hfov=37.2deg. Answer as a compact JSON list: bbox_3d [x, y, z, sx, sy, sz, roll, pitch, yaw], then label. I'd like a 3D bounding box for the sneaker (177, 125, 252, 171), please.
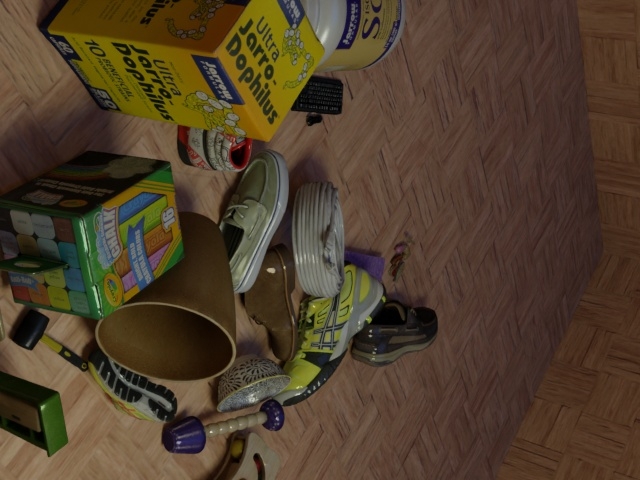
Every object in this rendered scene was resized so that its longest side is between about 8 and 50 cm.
[{"bbox_3d":[-0.193,-0.248,1.693,0.090,0.145,0.270,-38,132,-45],"label":"sneaker"}]

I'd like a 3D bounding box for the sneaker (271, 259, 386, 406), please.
[{"bbox_3d":[-0.008,0.214,2.218,0.147,0.145,0.384,43,67,-17],"label":"sneaker"}]

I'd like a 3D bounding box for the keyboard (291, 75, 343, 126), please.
[{"bbox_3d":[-0.003,-0.303,2.088,0.180,0.023,0.108,-6,107,-56],"label":"keyboard"}]

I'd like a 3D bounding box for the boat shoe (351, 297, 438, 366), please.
[{"bbox_3d":[0.215,0.228,2.544,0.355,0.132,0.130,-22,121,-54],"label":"boat shoe"}]

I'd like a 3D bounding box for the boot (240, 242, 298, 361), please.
[{"bbox_3d":[-0.116,0.147,2.054,0.115,0.112,0.305,-19,128,-19],"label":"boot"}]

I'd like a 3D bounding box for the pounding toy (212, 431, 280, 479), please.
[{"bbox_3d":[-0.211,0.549,2.063,0.154,0.155,0.269,30,65,-29],"label":"pounding toy"}]

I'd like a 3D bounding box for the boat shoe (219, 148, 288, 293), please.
[{"bbox_3d":[-0.146,-0.038,1.893,0.094,0.109,0.302,10,96,-56],"label":"boat shoe"}]

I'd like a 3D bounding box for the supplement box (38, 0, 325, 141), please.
[{"bbox_3d":[-0.209,-0.306,1.445,0.195,0.356,0.194,-61,145,-23],"label":"supplement box"}]

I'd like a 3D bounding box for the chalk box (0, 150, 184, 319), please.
[{"bbox_3d":[-0.369,0.000,1.457,0.289,0.180,0.179,-42,134,-51],"label":"chalk box"}]

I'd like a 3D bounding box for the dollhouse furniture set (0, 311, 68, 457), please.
[{"bbox_3d":[-0.510,0.199,1.371,0.197,0.151,0.301,-33,129,-47],"label":"dollhouse furniture set"}]

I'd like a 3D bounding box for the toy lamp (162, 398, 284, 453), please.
[{"bbox_3d":[-0.201,0.389,1.970,0.275,0.080,0.080,-3,105,-43],"label":"toy lamp"}]

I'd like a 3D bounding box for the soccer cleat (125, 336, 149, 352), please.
[{"bbox_3d":[-0.315,0.191,1.769,0.196,0.068,0.076,14,55,-49],"label":"soccer cleat"}]

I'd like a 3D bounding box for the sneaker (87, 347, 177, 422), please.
[{"bbox_3d":[-0.355,0.269,1.709,0.208,0.094,0.081,51,42,-34],"label":"sneaker"}]

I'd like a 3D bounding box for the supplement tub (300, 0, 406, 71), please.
[{"bbox_3d":[-0.012,-0.440,1.810,0.331,0.241,0.241,-18,117,-54],"label":"supplement tub"}]

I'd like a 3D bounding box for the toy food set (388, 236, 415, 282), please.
[{"bbox_3d":[0.213,0.049,2.575,0.122,0.019,0.078,-63,147,-6],"label":"toy food set"}]

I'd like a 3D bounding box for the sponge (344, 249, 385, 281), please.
[{"bbox_3d":[0.093,0.089,2.388,0.210,0.031,0.117,12,91,-57],"label":"sponge"}]

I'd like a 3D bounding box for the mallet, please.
[{"bbox_3d":[-0.445,0.186,1.583,0.062,0.039,0.189,-59,149,-24],"label":"mallet"}]

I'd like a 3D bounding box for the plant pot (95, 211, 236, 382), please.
[{"bbox_3d":[-0.251,0.079,1.671,0.237,0.237,0.254,64,23,-46],"label":"plant pot"}]

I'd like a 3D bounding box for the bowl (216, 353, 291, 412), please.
[{"bbox_3d":[-0.153,0.292,2.012,0.170,0.170,0.080,17,44,-58],"label":"bowl"}]

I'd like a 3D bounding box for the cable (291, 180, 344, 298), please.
[{"bbox_3d":[0.000,0.000,2.066,0.257,0.089,0.257,76,12,-55],"label":"cable"}]
